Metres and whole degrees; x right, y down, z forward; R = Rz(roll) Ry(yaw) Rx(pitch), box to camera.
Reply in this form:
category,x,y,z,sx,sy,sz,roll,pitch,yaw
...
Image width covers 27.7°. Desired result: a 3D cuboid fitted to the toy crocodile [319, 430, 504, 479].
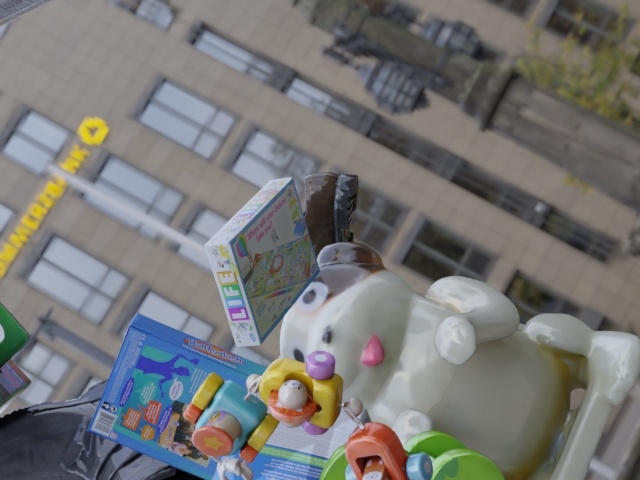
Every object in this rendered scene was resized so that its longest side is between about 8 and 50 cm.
category,x,y,z,sx,sy,sz,roll,pitch,yaw
toy crocodile,0.160,0.246,1.100,0.105,0.340,0.115,-66,12,-3

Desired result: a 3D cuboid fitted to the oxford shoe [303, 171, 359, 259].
category,x,y,z,sx,sy,sz,roll,pitch,yaw
oxford shoe,0.000,0.000,1.894,0.083,0.096,0.227,-65,-19,-62

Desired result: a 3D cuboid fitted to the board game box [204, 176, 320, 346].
category,x,y,z,sx,sy,sz,roll,pitch,yaw
board game box,-0.051,0.017,1.212,0.154,0.026,0.104,-49,-52,-58

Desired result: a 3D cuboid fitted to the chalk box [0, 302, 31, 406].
category,x,y,z,sx,sy,sz,roll,pitch,yaw
chalk box,-0.510,0.188,1.697,0.289,0.180,0.179,-42,2,0

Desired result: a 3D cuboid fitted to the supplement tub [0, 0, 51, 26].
category,x,y,z,sx,sy,sz,roll,pitch,yaw
supplement tub,-0.262,-0.332,1.156,0.316,0.228,0.228,-23,-5,12

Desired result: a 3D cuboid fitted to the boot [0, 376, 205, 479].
category,x,y,z,sx,sy,sz,roll,pitch,yaw
boot,-0.312,0.306,1.742,0.338,0.222,0.118,-28,-49,-25

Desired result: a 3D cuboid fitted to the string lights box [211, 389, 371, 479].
category,x,y,z,sx,sy,sz,roll,pitch,yaw
string lights box,-0.048,0.282,1.288,0.077,0.133,0.260,69,-143,-52

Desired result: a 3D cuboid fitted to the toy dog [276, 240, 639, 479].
category,x,y,z,sx,sy,sz,roll,pitch,yaw
toy dog,0.148,0.150,1.667,0.395,0.407,0.285,-104,36,-72

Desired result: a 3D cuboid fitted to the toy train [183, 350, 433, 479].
category,x,y,z,sx,sy,sz,roll,pitch,yaw
toy train,-0.018,0.137,0.843,0.046,0.166,0.125,-51,-55,-53

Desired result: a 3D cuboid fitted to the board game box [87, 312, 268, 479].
category,x,y,z,sx,sy,sz,roll,pitch,yaw
board game box,-0.164,0.204,1.618,0.047,0.210,0.160,-73,8,-72
